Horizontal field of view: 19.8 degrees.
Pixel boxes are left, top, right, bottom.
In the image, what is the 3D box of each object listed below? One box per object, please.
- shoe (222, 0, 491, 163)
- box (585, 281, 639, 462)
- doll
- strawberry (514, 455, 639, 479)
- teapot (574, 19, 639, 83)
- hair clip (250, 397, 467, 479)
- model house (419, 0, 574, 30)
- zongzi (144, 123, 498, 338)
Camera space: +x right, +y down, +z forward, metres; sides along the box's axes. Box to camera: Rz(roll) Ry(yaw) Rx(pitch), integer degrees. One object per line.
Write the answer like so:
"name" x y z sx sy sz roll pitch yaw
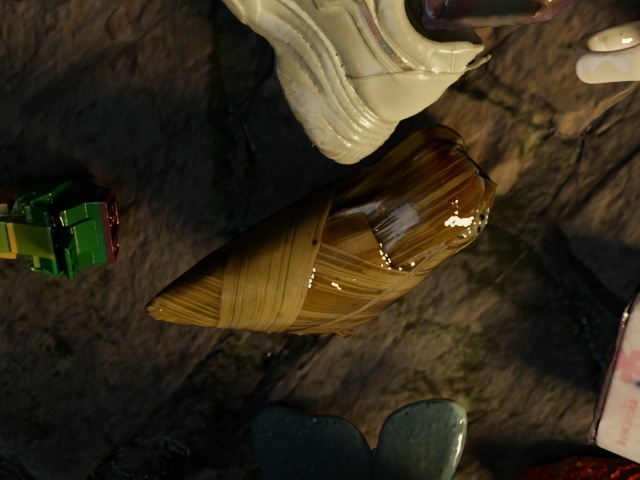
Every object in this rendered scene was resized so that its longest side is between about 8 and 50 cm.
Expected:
"shoe" 0.020 -0.262 1.742 0.211 0.132 0.342 -29 98 26
"box" 0.447 0.170 1.745 0.370 0.112 0.190 23 124 19
"doll" -0.310 -0.015 2.038 0.186 0.134 0.106 11 122 30
"strawberry" 0.323 0.288 1.884 0.236 0.106 0.175 40 164 5
"teapot" 0.368 -0.177 1.577 0.300 0.166 0.208 -10 122 22
"hair clip" 0.038 0.356 1.923 0.318 0.238 0.392 -26 89 41
"model house" 0.142 -0.343 1.567 0.312 0.245 0.280 42 135 4
"zongzi" 0.000 0.000 1.789 0.286 0.288 0.134 -41 64 35
